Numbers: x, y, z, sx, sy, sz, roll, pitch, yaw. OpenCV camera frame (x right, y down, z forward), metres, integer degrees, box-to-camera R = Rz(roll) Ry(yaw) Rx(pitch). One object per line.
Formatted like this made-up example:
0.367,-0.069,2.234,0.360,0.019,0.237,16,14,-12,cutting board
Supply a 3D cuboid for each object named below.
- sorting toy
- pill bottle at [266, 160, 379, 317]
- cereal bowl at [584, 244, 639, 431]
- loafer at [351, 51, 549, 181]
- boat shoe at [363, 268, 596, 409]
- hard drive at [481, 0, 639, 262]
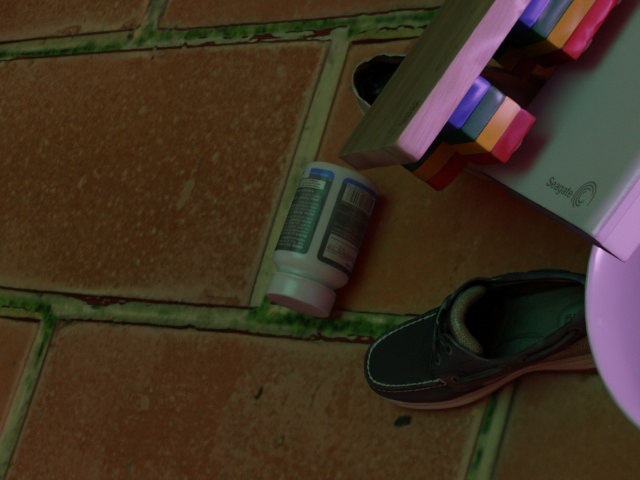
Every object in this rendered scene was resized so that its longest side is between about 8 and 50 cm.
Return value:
0.143,-0.154,1.520,0.257,0.089,0.255,-55,8,-5,sorting toy
0.000,0.000,1.753,0.078,0.078,0.137,8,73,46,pill bottle
0.371,0.029,1.327,0.339,0.141,0.339,-26,50,34,cereal bowl
0.125,-0.120,1.689,0.268,0.092,0.102,10,75,46,loafer
0.143,0.076,1.560,0.285,0.092,0.102,-14,59,39,boat shoe
0.280,-0.163,1.410,0.353,0.047,0.233,-55,21,2,hard drive
